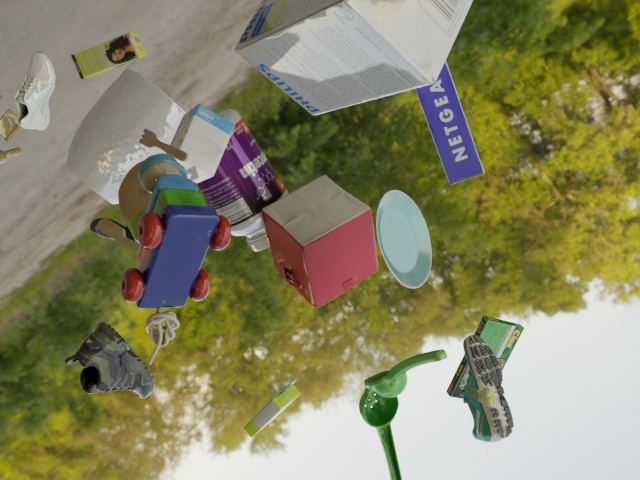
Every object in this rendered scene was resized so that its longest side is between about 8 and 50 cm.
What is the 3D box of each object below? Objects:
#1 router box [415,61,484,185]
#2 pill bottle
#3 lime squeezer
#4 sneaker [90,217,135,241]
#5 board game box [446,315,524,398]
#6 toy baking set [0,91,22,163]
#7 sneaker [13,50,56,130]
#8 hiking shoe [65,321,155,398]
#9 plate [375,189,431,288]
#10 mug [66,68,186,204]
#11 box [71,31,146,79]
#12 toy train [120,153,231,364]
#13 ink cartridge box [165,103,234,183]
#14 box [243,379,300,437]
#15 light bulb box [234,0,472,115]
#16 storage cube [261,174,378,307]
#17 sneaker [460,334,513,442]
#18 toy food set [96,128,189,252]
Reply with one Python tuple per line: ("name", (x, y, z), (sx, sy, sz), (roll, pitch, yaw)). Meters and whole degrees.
("router box", (0.278, -0.332, 1.601), (0.082, 0.335, 0.301), (-19, -160, 13))
("pill bottle", (-0.197, -0.140, 1.650), (0.181, 0.323, 0.181), (-29, -163, 10))
("lime squeezer", (0.090, 0.210, 0.869), (0.059, 0.110, 0.310), (-5, 132, -14))
("sneaker", (-0.501, -0.016, 1.771), (0.089, 0.051, 0.170), (14, 175, 41))
("board game box", (0.471, 0.343, 1.962), (0.259, 0.136, 0.030), (-68, -158, 16))
("toy baking set", (-0.772, -0.240, 1.476), (0.030, 0.197, 0.256), (2, -151, 44))
("sneaker", (-0.547, -0.284, 1.306), (0.061, 0.054, 0.152), (-16, 120, -59))
("hiking shoe", (-0.406, 0.252, 1.323), (0.114, 0.086, 0.227), (-39, 139, -17))
("plate", (0.150, -0.002, 1.278), (0.024, 0.188, 0.188), (-15, -167, 37))
("mug", (-0.531, -0.252, 2.007), (0.328, 0.374, 0.276), (-51, -145, -8))
("box", (-0.690, -0.603, 2.232), (0.232, 0.087, 0.058), (-16, -165, 18))
("toy train", (-0.209, 0.023, 0.866), (0.105, 0.143, 0.248), (1, 132, -33))
("ink cartridge box", (-0.258, -0.192, 1.425), (0.092, 0.090, 0.143), (-14, -128, 56))
("box", (-0.132, 0.474, 1.933), (0.178, 0.042, 0.109), (-48, 168, 31))
("light bulb box", (0.081, -0.458, 1.274), (0.361, 0.225, 0.358), (1, -120, 55))
("storage cube", (0.000, 0.000, 1.572), (0.215, 0.183, 0.193), (-29, 134, -20))
("sneaker", (0.406, 0.382, 1.771), (0.107, 0.275, 0.110), (9, 156, -41))
("toy food set", (-0.292, -0.080, 1.163), (0.192, 0.132, 0.038), (-63, 153, 3))
